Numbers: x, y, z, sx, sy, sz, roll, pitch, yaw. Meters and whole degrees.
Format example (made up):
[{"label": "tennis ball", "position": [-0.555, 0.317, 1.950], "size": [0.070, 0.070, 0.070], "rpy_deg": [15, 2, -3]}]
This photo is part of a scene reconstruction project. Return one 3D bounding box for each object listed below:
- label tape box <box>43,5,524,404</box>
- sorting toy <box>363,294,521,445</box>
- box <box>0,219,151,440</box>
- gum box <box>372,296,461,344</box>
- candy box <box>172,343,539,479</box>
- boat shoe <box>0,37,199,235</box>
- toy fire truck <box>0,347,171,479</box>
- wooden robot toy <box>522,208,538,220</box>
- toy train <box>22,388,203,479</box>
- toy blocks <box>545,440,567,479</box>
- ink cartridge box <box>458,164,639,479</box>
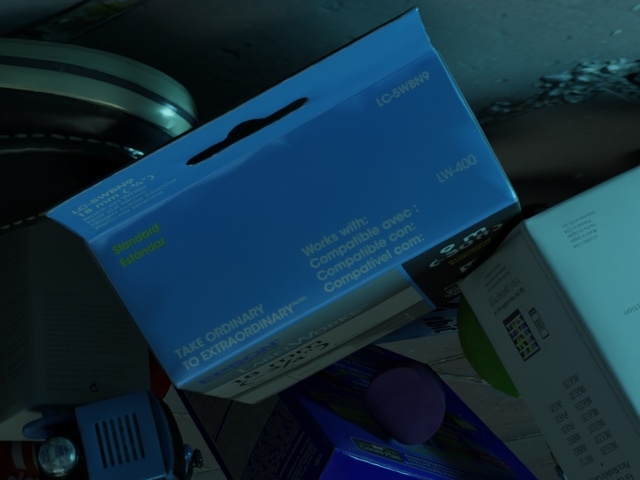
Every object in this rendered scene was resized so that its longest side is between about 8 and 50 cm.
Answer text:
[{"label": "label tape box", "position": [0.000, 0.000, 0.981], "size": [0.240, 0.106, 0.333], "rpy_deg": [-29, 167, 5]}, {"label": "sorting toy", "position": [0.198, 0.043, 1.263], "size": [0.365, 0.127, 0.126], "rpy_deg": [-34, -177, 10]}, {"label": "box", "position": [-0.197, 0.055, 1.155], "size": [0.091, 0.171, 0.130], "rpy_deg": [5, 160, -30]}, {"label": "gum box", "position": [0.113, 0.057, 1.504], "size": [0.184, 0.041, 0.157], "rpy_deg": [-9, 163, 14]}, {"label": "candy box", "position": [0.038, 0.189, 1.392], "size": [0.268, 0.122, 0.317], "rpy_deg": [22, -166, -28]}, {"label": "boat shoe", "position": [-0.307, -0.006, 0.947], "size": [0.500, 0.156, 0.187], "rpy_deg": [-11, 161, 13]}, {"label": "toy fire truck", "position": [-0.274, 0.177, 1.360], "size": [0.302, 0.254, 0.169], "rpy_deg": [-3, 168, 33]}, {"label": "wooden robot toy", "position": [0.155, 0.005, 1.342], "size": [0.079, 0.076, 0.173], "rpy_deg": [26, 177, 29]}, {"label": "toy train", "position": [-0.144, 0.161, 1.101], "size": [0.105, 0.080, 0.184], "rpy_deg": [-14, 162, 2]}, {"label": "toy blocks", "position": [0.300, 0.136, 1.256], "size": [0.261, 0.381, 0.191], "rpy_deg": [-37, 127, -15]}, {"label": "ink cartridge box", "position": [0.297, 0.066, 1.017], "size": [0.309, 0.272, 0.130], "rpy_deg": [-23, 167, -21]}]
